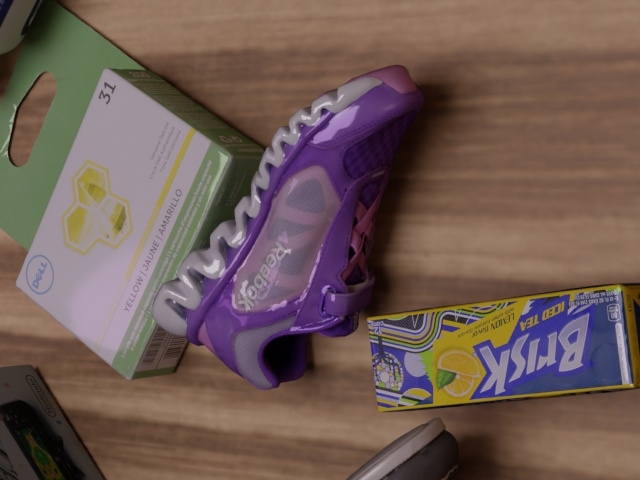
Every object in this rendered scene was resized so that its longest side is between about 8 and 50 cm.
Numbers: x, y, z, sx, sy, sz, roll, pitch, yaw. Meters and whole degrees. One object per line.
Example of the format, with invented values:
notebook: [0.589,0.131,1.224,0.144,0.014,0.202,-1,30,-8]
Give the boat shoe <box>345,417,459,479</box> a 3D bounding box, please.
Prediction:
boat shoe: [-0.008,0.229,1.147,0.095,0.112,0.335,48,123,6]

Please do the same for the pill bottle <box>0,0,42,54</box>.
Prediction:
pill bottle: [-0.238,-0.189,1.298,0.112,0.112,0.187,42,113,28]

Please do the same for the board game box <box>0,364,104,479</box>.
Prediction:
board game box: [-0.256,0.201,1.195,0.097,0.303,0.224,-49,64,27]

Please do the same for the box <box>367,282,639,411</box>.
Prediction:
box: [0.112,0.061,1.083,0.169,0.054,0.059,-9,85,35]

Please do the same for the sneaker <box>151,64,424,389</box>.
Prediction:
sneaker: [0.000,0.000,1.148,0.104,0.095,0.236,48,121,18]

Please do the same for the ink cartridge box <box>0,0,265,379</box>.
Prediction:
ink cartridge box: [-0.157,-0.041,1.278,0.235,0.056,0.171,36,111,28]
